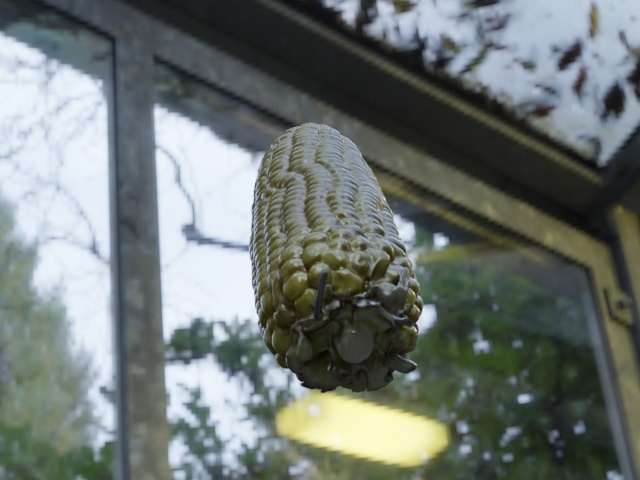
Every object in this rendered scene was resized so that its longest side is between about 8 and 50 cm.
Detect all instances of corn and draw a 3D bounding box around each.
[{"bbox_3d":[0.000,0.000,1.074,0.106,0.305,0.106,-3,-65,-6],"label":"corn"}]
